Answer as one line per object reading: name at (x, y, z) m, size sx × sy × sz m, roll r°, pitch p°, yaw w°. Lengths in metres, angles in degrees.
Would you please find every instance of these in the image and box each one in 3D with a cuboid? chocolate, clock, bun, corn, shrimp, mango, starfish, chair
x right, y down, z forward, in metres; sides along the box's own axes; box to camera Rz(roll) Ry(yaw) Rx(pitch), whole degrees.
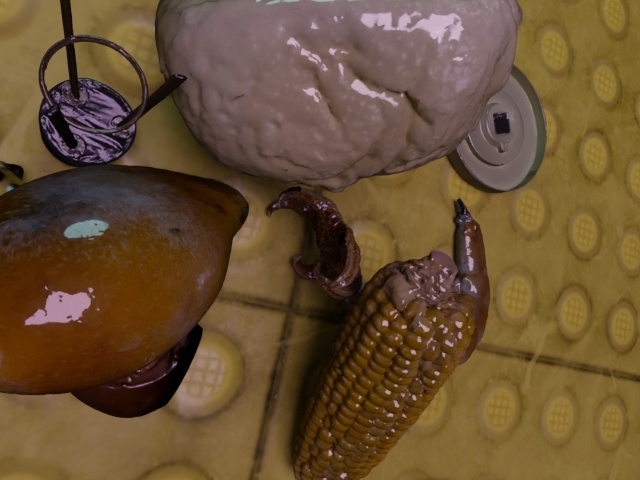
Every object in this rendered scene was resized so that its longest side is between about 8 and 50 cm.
chocolate at (-0.202, 0.108, 0.431) m, size 0.132 × 0.124 × 0.128 m, roll 27°, pitch 89°, yaw 3°
clock at (0.303, -0.198, 0.721) m, size 0.234 × 0.029 × 0.236 m, roll 1°, pitch 88°, yaw -25°
bun at (0.015, -0.188, 0.460) m, size 0.352 × 0.348 × 0.228 m, roll -45°, pitch 150°, yaw -31°
corn at (0.062, 0.164, 0.487) m, size 0.130 × 0.130 × 0.347 m, roll 11°, pitch 117°, yaw -24°
shrimp at (0.197, 0.088, 0.635) m, size 0.287 × 0.068 × 0.185 m, roll -44°, pitch 112°, yaw -26°
mango at (-0.174, 0.004, 0.387) m, size 0.192 × 0.146 × 0.316 m, roll 24°, pitch 32°, yaw 8°
starfish at (-0.001, 0.001, 0.491) m, size 0.074 × 0.190 × 0.147 m, roll -23°, pitch 105°, yaw -13°
chair at (-0.204, -0.127, 0.387) m, size 0.095 × 0.221 × 0.104 m, roll 8°, pitch 84°, yaw -34°

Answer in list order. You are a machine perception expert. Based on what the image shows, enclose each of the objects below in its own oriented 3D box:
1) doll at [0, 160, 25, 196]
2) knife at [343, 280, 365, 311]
doll at (-0.389, -0.069, 0.368) m, size 0.290 × 0.086 × 0.117 m, roll 30°, pitch 46°, yaw -21°
knife at (0.051, 0.089, 0.599) m, size 0.044 × 0.023 × 0.162 m, roll -26°, pitch 100°, yaw -26°
